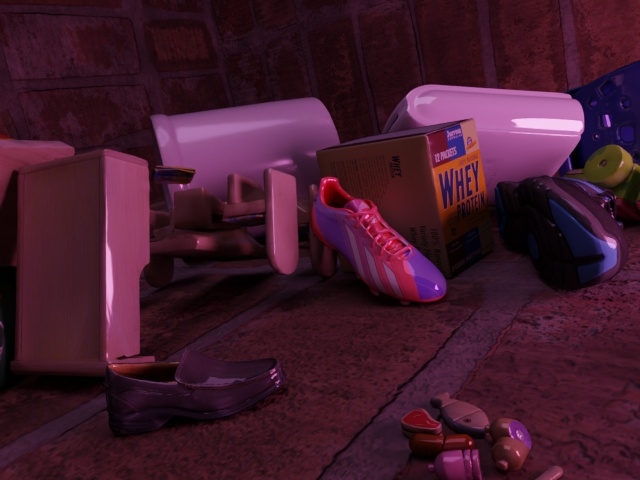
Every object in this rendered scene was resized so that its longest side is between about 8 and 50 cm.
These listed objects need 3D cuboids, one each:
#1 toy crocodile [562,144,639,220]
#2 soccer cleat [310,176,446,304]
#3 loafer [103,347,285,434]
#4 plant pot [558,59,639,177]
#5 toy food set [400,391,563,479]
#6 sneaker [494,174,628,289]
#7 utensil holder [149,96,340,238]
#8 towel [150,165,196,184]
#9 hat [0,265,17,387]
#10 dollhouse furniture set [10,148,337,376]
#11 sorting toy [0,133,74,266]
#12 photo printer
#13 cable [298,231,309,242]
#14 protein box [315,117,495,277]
[{"bbox_3d":[0.481,-0.067,0.764,0.115,0.105,0.340,28,-7,-25],"label":"toy crocodile"},{"bbox_3d":[0.069,-0.003,0.727,0.083,0.095,0.248,-18,36,-30],"label":"soccer cleat"},{"bbox_3d":[-0.119,0.131,0.507,0.170,0.061,0.062,-12,11,-5],"label":"loafer"},{"bbox_3d":[0.552,-0.193,0.963,0.236,0.236,0.212,-21,9,-34],"label":"plant pot"},{"bbox_3d":[0.097,0.136,0.375,0.078,0.019,0.122,-18,13,-24],"label":"toy food set"},{"bbox_3d":[0.323,-0.035,0.694,0.139,0.125,0.341,-8,13,8],"label":"sneaker"},{"bbox_3d":[-0.173,-0.157,1.282,0.385,0.328,0.327,-12,12,-16],"label":"utensil holder"},{"bbox_3d":[-0.211,-0.093,0.780,0.060,0.009,0.083,1,-7,-21],"label":"towel"},{"bbox_3d":[-0.385,0.157,0.669,0.183,0.173,0.208,29,54,21],"label":"hat"},{"bbox_3d":[-0.214,0.044,0.803,0.362,0.256,0.394,-5,-7,26],"label":"dollhouse furniture set"},{"bbox_3d":[-0.467,-0.020,0.697,0.089,0.255,0.257,26,13,5],"label":"sorting toy"},{"bbox_3d":[0.258,-0.158,0.962,0.307,0.107,0.256,3,-26,-3],"label":"photo printer"},{"bbox_3d":[0.000,0.000,1.070,0.139,0.072,0.287,-31,9,-37],"label":"cable"},{"bbox_3d":[0.128,-0.063,0.822,0.201,0.200,0.136,0,18,45],"label":"protein box"}]
